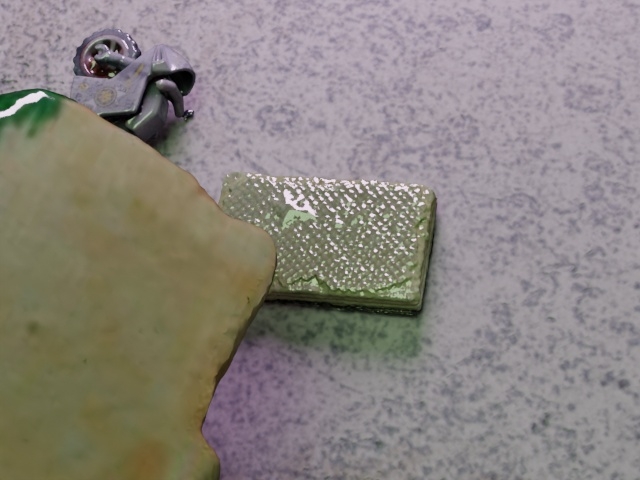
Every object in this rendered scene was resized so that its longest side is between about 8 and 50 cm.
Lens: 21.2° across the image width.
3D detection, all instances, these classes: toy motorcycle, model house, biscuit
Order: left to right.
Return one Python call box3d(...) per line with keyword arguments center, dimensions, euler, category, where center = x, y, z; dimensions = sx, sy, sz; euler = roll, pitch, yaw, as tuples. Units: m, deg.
box3d(center=(-0.258, 0.132, 1.345), dimensions=(0.334, 0.342, 0.382), euler=(36, 51, -9), category="model house")
box3d(center=(-0.179, -0.100, 1.596), dimensions=(0.122, 0.080, 0.215), euler=(-4, 68, 14), category="toy motorcycle")
box3d(center=(0.000, 0.000, 1.522), dimensions=(0.199, 0.040, 0.121), euler=(3, 63, 16), category="biscuit")
